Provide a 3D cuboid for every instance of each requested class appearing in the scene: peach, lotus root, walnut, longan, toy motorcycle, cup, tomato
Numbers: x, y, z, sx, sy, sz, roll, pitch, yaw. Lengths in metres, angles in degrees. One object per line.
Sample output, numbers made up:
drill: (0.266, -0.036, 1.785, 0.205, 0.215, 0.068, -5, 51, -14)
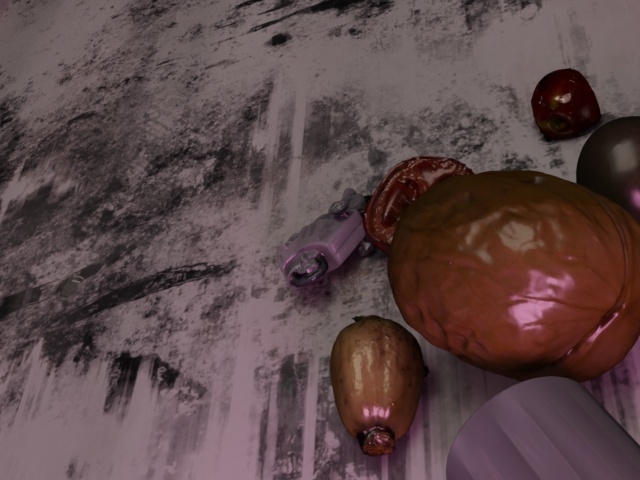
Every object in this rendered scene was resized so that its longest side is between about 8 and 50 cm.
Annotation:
peach: (0.469, -0.277, 2.047, 0.127, 0.092, 0.172, -14, 42, 23)
lotus root: (0.094, 0.216, 1.694, 0.154, 0.140, 0.256, 10, 50, -14)
walnut: (0.294, 0.047, 1.581, 0.398, 0.354, 0.308, 16, 81, 47)
longan: (0.517, -0.104, 1.748, 0.198, 0.198, 0.212, 1, 66, 33)
toy motorcycle: (0.000, 0.000, 2.026, 0.171, 0.110, 0.260, -5, 37, 45)
cup: (0.305, 0.387, 1.313, 0.322, 0.237, 0.327, -55, 35, 15)
tomato: (0.196, -0.042, 1.953, 0.228, 0.101, 0.228, -14, 48, 16)
